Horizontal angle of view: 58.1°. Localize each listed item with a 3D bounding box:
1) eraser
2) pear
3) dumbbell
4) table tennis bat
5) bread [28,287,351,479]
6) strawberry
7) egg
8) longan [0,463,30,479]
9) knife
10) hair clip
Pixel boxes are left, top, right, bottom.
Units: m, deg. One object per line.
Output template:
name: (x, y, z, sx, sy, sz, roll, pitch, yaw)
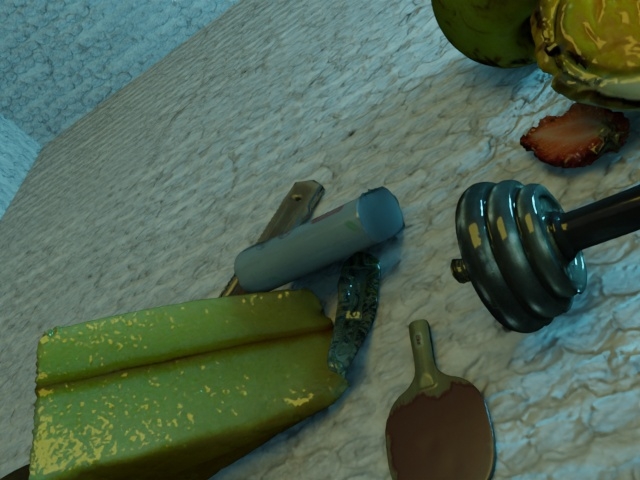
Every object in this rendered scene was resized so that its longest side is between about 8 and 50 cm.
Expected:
eraser: (0.000, 0.000, 0.892, 0.226, 0.081, 0.174, -25, -1, 27)
pear: (0.311, -0.413, 0.911, 0.283, 0.283, 0.284, -26, 39, 23)
dumbbell: (0.307, -0.033, 0.555, 0.406, 0.179, 0.179, -25, 39, 37)
table tennis bat: (0.129, 0.193, 0.671, 0.131, 0.022, 0.235, -27, 40, 23)
bread: (-0.167, 0.172, 0.792, 0.361, 0.245, 0.233, -32, 49, 12)
strawberry: (0.343, -0.137, 0.775, 0.104, 0.048, 0.152, -57, 28, -7)
egg: (0.420, -0.275, 0.738, 0.264, 0.174, 0.287, 23, 85, 27)
longan: (-0.426, 0.420, 0.865, 0.187, 0.168, 0.167, -34, 34, -9)
knife: (-0.092, 0.031, 1.037, 0.089, 0.043, 0.365, 21, 63, 17)
hair clip: (0.045, 0.101, 0.817, 0.065, 0.036, 0.229, 3, 40, 14)
